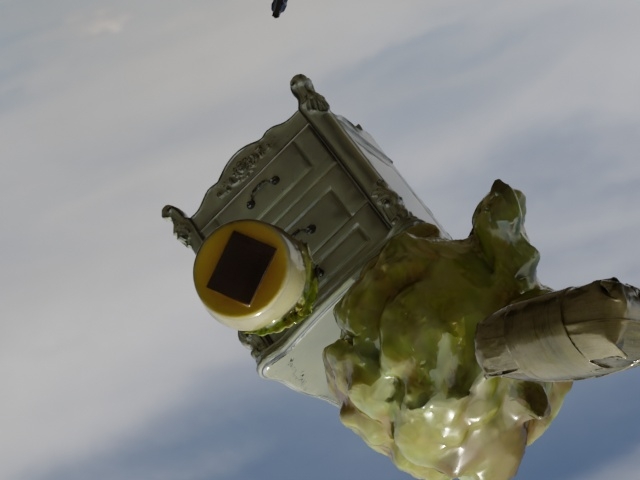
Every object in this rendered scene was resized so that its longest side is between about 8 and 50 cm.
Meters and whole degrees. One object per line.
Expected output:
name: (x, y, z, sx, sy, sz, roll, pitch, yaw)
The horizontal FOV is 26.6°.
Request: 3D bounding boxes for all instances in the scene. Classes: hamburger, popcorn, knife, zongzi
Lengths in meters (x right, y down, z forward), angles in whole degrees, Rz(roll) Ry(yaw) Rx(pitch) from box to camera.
hamburger: (-0.069, 0.041, 1.479, 0.141, 0.126, 0.081, 6, 168, 17)
popcorn: (0.140, 0.116, 1.497, 0.279, 0.335, 0.274, -21, -141, 0)
knife: (-0.045, -0.371, 1.900, 0.031, 0.121, 0.018, 19, -169, 21)
zongzi: (0.238, 0.082, 1.178, 0.160, 0.078, 0.176, -14, 168, 42)

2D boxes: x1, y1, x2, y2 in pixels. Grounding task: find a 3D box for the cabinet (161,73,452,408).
cabinet: (0.000, 0.000, 1.832, 0.290, 0.227, 0.318, -44, -125, 12)
